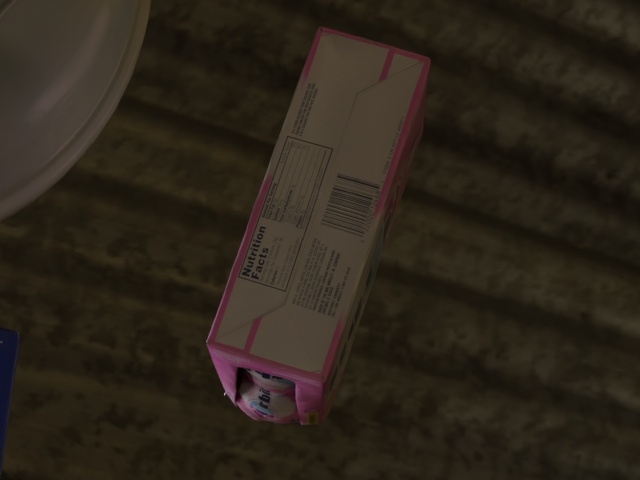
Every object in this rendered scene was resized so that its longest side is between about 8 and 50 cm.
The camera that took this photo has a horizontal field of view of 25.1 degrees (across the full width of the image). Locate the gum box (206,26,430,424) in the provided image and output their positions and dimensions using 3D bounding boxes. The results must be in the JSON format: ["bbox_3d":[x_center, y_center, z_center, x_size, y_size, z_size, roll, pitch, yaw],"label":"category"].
[{"bbox_3d":[0.000,0.000,0.749,0.062,0.107,0.188,17,-108,7],"label":"gum box"}]

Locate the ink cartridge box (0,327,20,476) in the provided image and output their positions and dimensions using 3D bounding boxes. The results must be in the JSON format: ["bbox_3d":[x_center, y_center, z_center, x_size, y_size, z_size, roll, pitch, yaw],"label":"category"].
[{"bbox_3d":[-0.186,0.052,0.358,0.207,0.046,0.097,15,-125,-21],"label":"ink cartridge box"}]

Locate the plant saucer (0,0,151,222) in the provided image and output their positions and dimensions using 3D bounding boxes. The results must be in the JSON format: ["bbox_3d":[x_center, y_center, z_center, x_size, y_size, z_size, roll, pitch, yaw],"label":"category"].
[{"bbox_3d":[-0.262,-0.190,0.766,0.400,0.100,0.400,6,-104,-28],"label":"plant saucer"}]
